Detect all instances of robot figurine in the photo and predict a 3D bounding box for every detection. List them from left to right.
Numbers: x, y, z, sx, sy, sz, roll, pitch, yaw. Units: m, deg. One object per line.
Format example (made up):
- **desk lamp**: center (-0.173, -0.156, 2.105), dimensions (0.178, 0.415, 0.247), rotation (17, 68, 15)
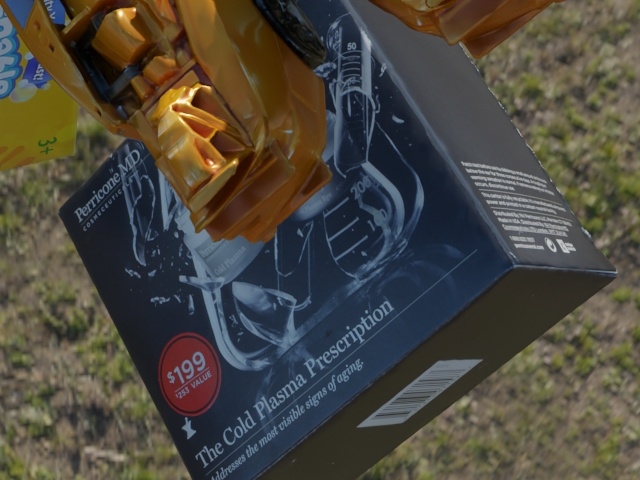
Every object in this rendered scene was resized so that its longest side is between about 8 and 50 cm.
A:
- **robot figurine**: center (-0.054, -0.157, 0.487), dimensions (0.211, 0.085, 0.291), rotation (-39, 74, 18)

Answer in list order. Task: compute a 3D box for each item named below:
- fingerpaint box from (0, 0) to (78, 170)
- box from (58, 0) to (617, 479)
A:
- **fingerpaint box**: center (-0.317, -0.190, 0.752), dimensions (0.371, 0.444, 0.163), rotation (-16, 61, -23)
- **box**: center (0.000, 0.000, 1.158), dimensions (0.179, 0.343, 0.312), rotation (5, 48, -53)
